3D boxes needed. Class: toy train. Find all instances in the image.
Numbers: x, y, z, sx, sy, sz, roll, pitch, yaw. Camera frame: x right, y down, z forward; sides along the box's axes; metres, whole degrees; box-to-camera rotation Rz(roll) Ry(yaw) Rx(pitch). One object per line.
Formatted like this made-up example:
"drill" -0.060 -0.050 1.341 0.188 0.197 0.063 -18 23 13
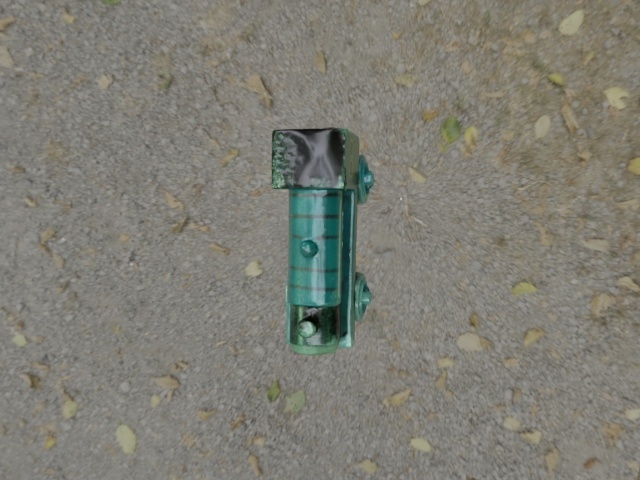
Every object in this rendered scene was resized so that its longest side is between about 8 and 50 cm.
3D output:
"toy train" 0.000 0.000 0.824 0.120 0.194 0.297 2 94 12

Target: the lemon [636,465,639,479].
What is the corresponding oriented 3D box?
"lemon" 0.352 0.195 0.349 0.348 0.348 0.347 0 94 7
